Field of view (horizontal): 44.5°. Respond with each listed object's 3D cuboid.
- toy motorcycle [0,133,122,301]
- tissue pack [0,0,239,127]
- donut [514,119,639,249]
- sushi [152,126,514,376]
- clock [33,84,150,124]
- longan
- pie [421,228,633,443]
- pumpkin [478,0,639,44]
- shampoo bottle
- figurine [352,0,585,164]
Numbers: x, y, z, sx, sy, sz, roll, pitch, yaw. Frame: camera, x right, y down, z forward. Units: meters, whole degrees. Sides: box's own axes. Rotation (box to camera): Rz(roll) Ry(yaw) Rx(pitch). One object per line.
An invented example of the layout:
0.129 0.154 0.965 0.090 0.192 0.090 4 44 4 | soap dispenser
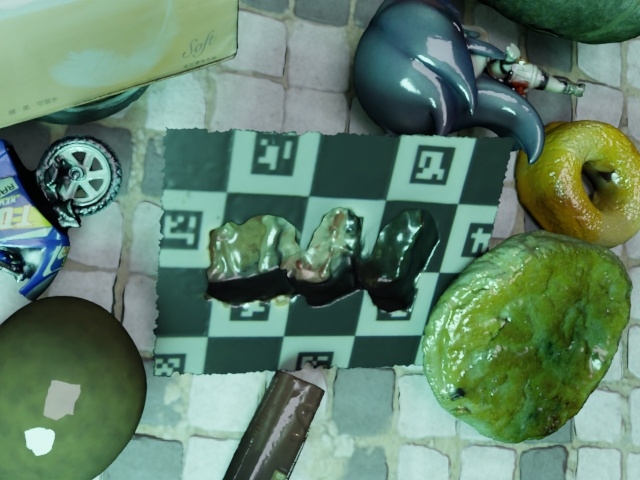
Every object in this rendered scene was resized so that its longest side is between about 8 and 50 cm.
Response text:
-0.353 -0.023 0.760 0.315 0.113 0.169 -1 92 -10 | toy motorcycle
-0.251 -0.258 0.691 0.305 0.238 0.239 -23 90 -22 | tissue pack
0.355 -0.074 1.031 0.174 0.074 0.190 -25 91 -21 | donut
0.000 0.000 0.878 0.372 0.100 0.296 -1 119 -17 | sushi
-0.278 -0.240 0.848 0.225 0.049 0.226 3 80 -19 | clock
-0.265 0.140 0.745 0.204 0.159 0.185 10 63 19 | longan
0.248 0.112 0.916 0.276 0.078 0.277 -10 114 -24 | pie
0.318 -0.399 0.969 0.327 0.257 0.292 29 60 -14 | pumpkin
-0.072 0.255 0.836 0.068 0.067 0.236 31 74 -20 | shampoo bottle
0.167 -0.184 0.935 0.265 0.175 0.197 34 77 -4 | figurine
